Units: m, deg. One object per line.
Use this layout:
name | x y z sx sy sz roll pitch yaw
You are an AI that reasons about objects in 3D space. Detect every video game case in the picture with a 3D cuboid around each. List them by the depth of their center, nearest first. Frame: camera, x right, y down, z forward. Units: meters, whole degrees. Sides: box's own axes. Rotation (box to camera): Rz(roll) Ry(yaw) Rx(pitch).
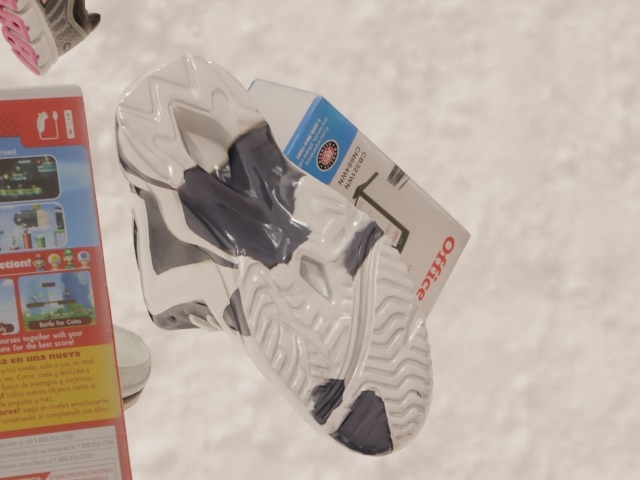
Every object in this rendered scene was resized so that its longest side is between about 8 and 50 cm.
video game case | -0.193 0.071 0.931 0.204 0.025 0.285 -5 81 -23

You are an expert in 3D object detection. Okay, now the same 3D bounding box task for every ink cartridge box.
ink cartridge box | 0.000 0.000 1.456 0.203 0.086 0.148 39 75 -40

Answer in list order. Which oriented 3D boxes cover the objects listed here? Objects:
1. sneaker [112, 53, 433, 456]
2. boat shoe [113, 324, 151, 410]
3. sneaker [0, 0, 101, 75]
sneaker | -0.030 0.027 1.056 0.094 0.153 0.235 -39 77 -18
boat shoe | -0.249 0.058 1.472 0.302 0.113 0.103 12 113 -36
sneaker | -0.206 -0.208 1.427 0.074 0.063 0.170 -31 118 -26
